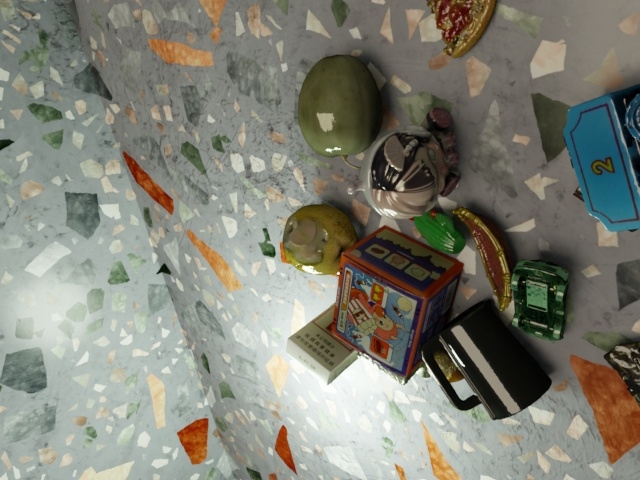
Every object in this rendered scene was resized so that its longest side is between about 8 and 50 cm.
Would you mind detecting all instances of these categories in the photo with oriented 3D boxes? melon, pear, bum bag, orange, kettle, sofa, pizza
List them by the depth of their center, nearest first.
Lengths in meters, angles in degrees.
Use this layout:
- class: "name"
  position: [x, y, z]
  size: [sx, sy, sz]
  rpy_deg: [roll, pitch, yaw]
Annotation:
- class: "pizza"
  position: [0.328, -0.576, 1.335]
  size: [0.199, 0.062, 0.188]
  rpy_deg: [44, 136, 18]
- class: "bum bag"
  position: [0.845, 0.370, 1.391]
  size: [0.102, 0.069, 0.248]
  rpy_deg: [-34, 90, 34]
- class: "melon"
  position: [0.059, -0.389, 1.578]
  size: [0.272, 0.272, 0.308]
  rpy_deg: [17, 93, 38]
- class: "kettle"
  position: [0.499, 0.374, 1.633]
  size: [0.262, 0.203, 0.308]
  rpy_deg: [-43, 78, 30]
- class: "orange"
  position: [0.430, 0.409, 1.783]
  size: [0.157, 0.134, 0.156]
  rpy_deg: [-1, 140, -1]
- class: "pear"
  position: [0.000, 0.000, 1.883]
  size: [0.271, 0.271, 0.271]
  rpy_deg: [24, 129, 34]
- class: "sofa"
  position: [0.271, 0.427, 1.889]
  size: [0.210, 0.225, 0.176]
  rpy_deg: [26, 127, 29]

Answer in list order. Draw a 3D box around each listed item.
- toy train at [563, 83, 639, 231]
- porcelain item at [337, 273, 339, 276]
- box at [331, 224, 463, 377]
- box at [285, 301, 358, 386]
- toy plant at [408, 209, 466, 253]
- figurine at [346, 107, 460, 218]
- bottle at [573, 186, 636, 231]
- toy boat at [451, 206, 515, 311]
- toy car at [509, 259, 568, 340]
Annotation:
- class: "toy train"
  position: [0.670, -0.187, 1.111]
  size: [0.265, 0.188, 0.300]
  rpy_deg: [-13, 97, 60]
- class: "porcelain item"
  position: [0.127, 0.068, 1.943]
  size: [0.213, 0.054, 0.084]
  rpy_deg: [-33, 91, 49]
- class: "box"
  position: [0.242, 0.196, 1.750]
  size: [0.319, 0.257, 0.348]
  rpy_deg: [29, 132, 29]
- class: "box"
  position: [0.059, 0.364, 1.980]
  size: [0.210, 0.330, 0.095]
  rpy_deg: [34, 134, 27]
- class: "toy plant"
  position: [0.346, -0.035, 1.626]
  size: [0.154, 0.088, 0.240]
  rpy_deg: [60, 164, -23]
- class: "figurine"
  position: [0.246, -0.186, 1.441]
  size: [0.211, 0.361, 0.253]
  rpy_deg: [-15, 106, 38]
- class: "bottle"
  position: [0.693, -0.084, 1.271]
  size: [0.164, 0.060, 0.060]
  rpy_deg: [41, 137, 18]
- class: "toy boat"
  position: [0.482, 0.040, 1.511]
  size: [0.141, 0.099, 0.318]
  rpy_deg: [120, 126, -82]
- class: "toy car"
  position: [0.608, 0.153, 1.455]
  size: [0.136, 0.125, 0.306]
  rpy_deg: [14, 145, 34]
